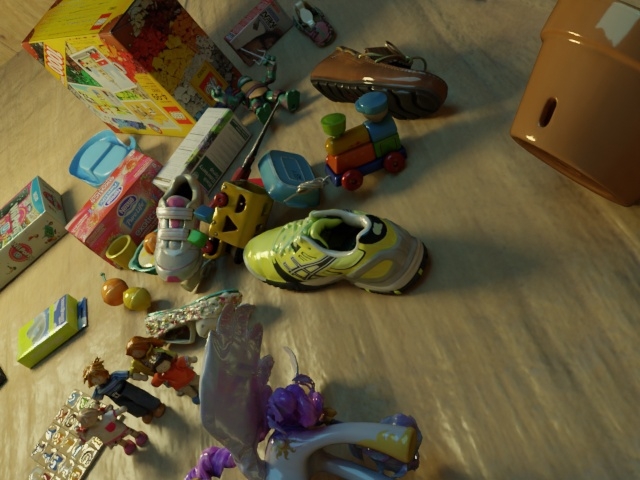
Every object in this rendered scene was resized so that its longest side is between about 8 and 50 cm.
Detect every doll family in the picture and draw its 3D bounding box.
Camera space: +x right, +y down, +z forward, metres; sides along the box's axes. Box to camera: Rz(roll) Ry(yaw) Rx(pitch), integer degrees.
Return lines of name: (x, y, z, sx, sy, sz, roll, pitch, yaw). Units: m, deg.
doll family: (-0.332, 0.257, 1.399, 0.263, 0.163, 0.118, -37, 38, 7)

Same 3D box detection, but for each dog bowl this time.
dog bowl: (-0.570, -0.206, 2.117, 0.297, 0.074, 0.166, 21, 70, 49)

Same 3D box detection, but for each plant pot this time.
plant pot: (0.406, -0.182, 1.100, 0.203, 0.291, 0.291, -58, 37, 9)

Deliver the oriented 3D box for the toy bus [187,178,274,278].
toy bus: (-0.160, -0.022, 1.554, 0.104, 0.202, 0.191, 23, 61, 18)

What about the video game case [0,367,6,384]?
video game case: (-0.876, 0.390, 1.866, 0.274, 0.026, 0.196, -51, 39, -9)

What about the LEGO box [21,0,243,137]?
LEGO box: (-0.489, -0.461, 2.043, 0.500, 0.372, 0.193, 11, 62, 47)

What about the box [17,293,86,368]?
box: (-0.620, 0.203, 1.802, 0.178, 0.042, 0.109, -36, 39, 10)

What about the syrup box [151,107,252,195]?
syrup box: (-0.276, -0.192, 1.829, 0.096, 0.093, 0.237, 14, 64, 47)

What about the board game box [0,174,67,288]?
board game box: (-0.849, -0.009, 2.160, 0.303, 0.097, 0.224, -40, 38, 2)

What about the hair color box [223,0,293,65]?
hair color box: (-0.163, -0.556, 2.072, 0.167, 0.093, 0.053, -44, 38, -1)

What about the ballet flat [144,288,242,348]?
ballet flat: (-0.239, 0.156, 1.498, 0.241, 0.091, 0.077, -19, 74, 33)

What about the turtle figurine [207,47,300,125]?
turtle figurine: (-0.156, -0.360, 1.862, 0.175, 0.118, 0.234, -45, 50, -3)

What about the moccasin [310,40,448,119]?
moccasin: (0.127, -0.337, 1.593, 0.147, 0.139, 0.380, -57, 30, -3)

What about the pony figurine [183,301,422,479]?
pony figurine: (-0.048, 0.296, 1.067, 0.364, 0.303, 0.351, 6, 67, 27)

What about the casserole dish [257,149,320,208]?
casserole dish: (-0.060, -0.129, 1.567, 0.188, 0.114, 0.037, -111, 35, -50)

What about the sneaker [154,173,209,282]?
sneaker: (-0.294, -0.033, 1.600, 0.103, 0.111, 0.252, -3, 56, 4)

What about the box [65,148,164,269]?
box: (-0.462, -0.076, 1.860, 0.257, 0.122, 0.128, -52, 40, -11)

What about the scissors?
scissors: (-0.148, -0.152, 1.596, 0.021, 0.109, 0.297, 35, 98, 18)

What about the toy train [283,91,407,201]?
toy train: (0.030, -0.171, 1.453, 0.248, 0.143, 0.105, -23, 38, -8)

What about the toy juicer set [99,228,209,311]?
toy juicer set: (-0.351, 0.047, 1.667, 0.329, 0.089, 0.209, -14, 42, 28)

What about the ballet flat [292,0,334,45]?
ballet flat: (-0.030, -0.560, 1.970, 0.077, 0.079, 0.221, -39, 38, 7)

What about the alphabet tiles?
alphabet tiles: (-0.502, 0.416, 1.525, 0.198, 0.009, 0.237, 10, 61, 45)

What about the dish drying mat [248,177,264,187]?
dish drying mat: (-0.136, -0.122, 1.711, 0.083, 0.008, 0.032, 1, 56, 41)

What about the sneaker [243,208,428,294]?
sneaker: (0.000, 0.000, 1.364, 0.385, 0.147, 0.145, -4, 54, 41)
